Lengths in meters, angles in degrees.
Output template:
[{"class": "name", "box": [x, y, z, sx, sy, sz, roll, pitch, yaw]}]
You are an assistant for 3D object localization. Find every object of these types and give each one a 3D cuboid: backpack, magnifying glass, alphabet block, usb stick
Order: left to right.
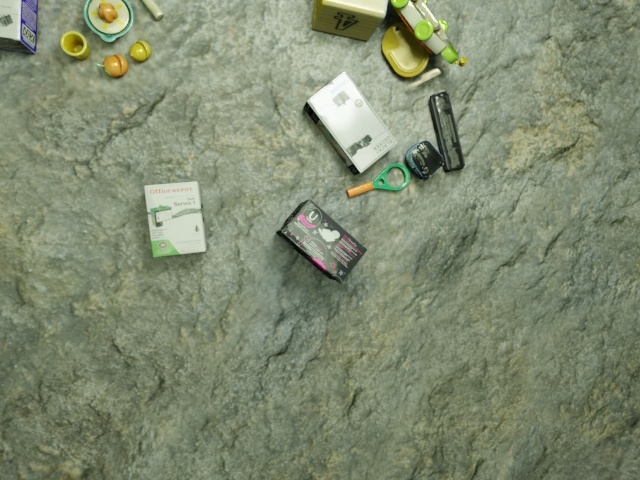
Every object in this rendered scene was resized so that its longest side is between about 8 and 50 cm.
[{"class": "alphabet block", "box": [0.094, -0.768, 1.287, 0.197, 0.193, 0.192, 8, 90, -11]}, {"class": "magnifying glass", "box": [0.200, -0.199, 1.428, 0.231, 0.026, 0.092, -20, 97, -11]}, {"class": "backpack", "box": [0.350, -0.279, 1.418, 0.105, 0.084, 0.114, -41, 104, -7]}, {"class": "usb stick", "box": [0.445, -0.379, 1.451, 0.077, 0.045, 0.278, -16, 96, -2]}]

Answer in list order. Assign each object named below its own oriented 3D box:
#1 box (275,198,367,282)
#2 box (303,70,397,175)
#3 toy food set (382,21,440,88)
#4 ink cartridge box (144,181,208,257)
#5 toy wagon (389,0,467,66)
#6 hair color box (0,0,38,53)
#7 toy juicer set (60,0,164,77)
[{"class": "box", "box": [0.000, 0.000, 1.329, 0.247, 0.163, 0.142, 42, 82, -10]}, {"class": "box", "box": [0.099, -0.381, 1.364, 0.169, 0.087, 0.290, -38, 99, -6]}, {"class": "toy food set", "box": [0.299, -0.625, 1.404, 0.128, 0.071, 0.218, -31, 97, 17]}, {"class": "ink cartridge box", "box": [-0.444, -0.069, 1.277, 0.160, 0.092, 0.219, -7, 95, -11]}, {"class": "toy wagon", "box": [0.341, -0.686, 1.317, 0.068, 0.267, 0.344, -34, 97, 37]}, {"class": "hair color box", "box": [-0.906, -0.719, 1.146, 0.185, 0.110, 0.339, 4, 91, -12]}, {"class": "toy juicer set", "box": [-0.587, -0.643, 1.218, 0.209, 0.089, 0.329, 31, 87, -11]}]
